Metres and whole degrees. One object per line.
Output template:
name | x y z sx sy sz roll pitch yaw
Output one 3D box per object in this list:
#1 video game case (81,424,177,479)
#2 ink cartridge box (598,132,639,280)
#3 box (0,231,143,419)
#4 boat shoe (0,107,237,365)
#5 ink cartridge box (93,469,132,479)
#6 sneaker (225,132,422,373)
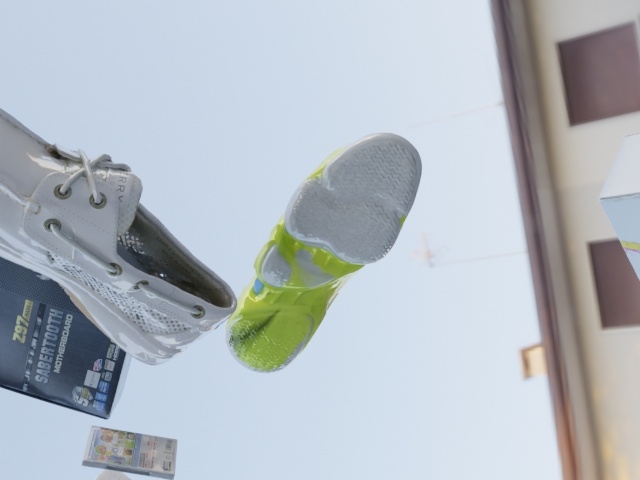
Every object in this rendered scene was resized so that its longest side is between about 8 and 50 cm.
video game case | -0.256 0.287 1.216 0.087 0.121 0.011 -106 30 -69
ink cartridge box | 0.432 -0.033 1.059 0.176 0.127 0.128 55 -131 -26
box | -0.300 0.078 1.037 0.059 0.183 0.233 -76 6 -67
boat shoe | -0.163 -0.022 0.629 0.277 0.096 0.098 45 -153 -34
ink cartridge box | -0.299 0.462 1.425 0.115 0.198 0.067 -45 -31 -29
sneaker | 0.000 0.000 0.782 0.091 0.240 0.126 38 -164 -4
